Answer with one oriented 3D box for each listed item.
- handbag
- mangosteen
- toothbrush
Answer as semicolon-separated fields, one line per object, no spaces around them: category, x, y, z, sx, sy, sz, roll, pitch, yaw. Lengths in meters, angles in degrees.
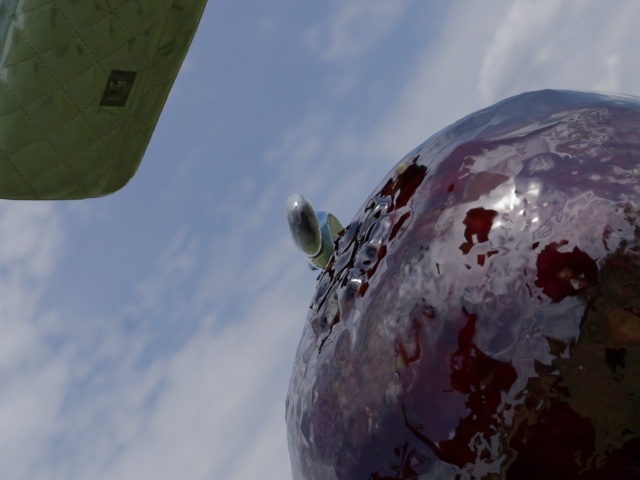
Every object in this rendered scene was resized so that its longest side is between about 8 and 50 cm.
handbag;-0.207;-0.131;1.029;0.219;0.079;0.256;-9;-44;-43
mangosteen;0.122;0.063;0.551;0.235;0.261;0.235;-61;9;17
toothbrush;0.005;-0.001;0.835;0.040;0.040;0.386;-54;-2;-2
